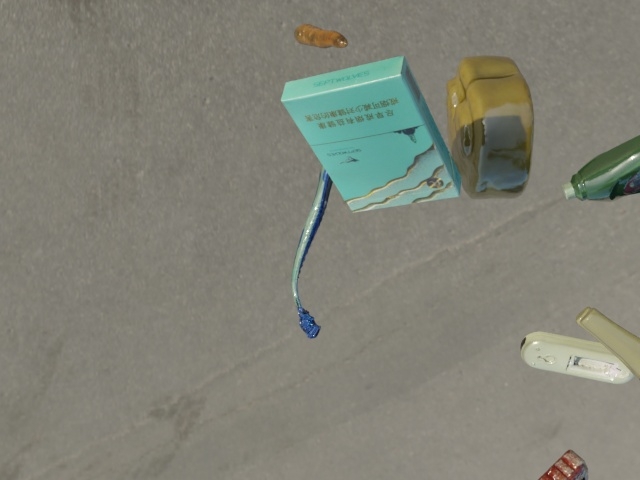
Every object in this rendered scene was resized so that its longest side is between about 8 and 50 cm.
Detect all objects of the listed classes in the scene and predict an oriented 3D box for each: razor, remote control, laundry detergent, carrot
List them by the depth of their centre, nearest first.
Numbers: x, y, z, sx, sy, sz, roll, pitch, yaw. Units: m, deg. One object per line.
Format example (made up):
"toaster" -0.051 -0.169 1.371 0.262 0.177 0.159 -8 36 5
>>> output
"laundry detergent" 0.440 -0.098 1.164 0.210 0.063 0.137 -22 156 8
"carrot" 0.000 -0.333 1.379 0.035 0.165 0.036 -10 113 -25
"razor" -0.012 -0.001 1.419 0.056 0.093 0.324 8 97 -13
"remote control" 0.494 0.227 1.602 0.221 0.042 0.078 10 127 6

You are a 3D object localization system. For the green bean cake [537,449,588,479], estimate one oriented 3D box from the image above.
"green bean cake" 0.525 0.533 1.827 0.135 0.056 0.136 -44 142 -11

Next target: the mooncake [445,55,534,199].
"mooncake" 0.265 -0.170 1.335 0.117 0.235 0.235 -4 133 0

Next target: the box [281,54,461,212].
"box" 0.071 -0.128 1.081 0.162 0.041 0.229 -8 141 26

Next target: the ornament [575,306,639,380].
"ornament" 0.473 0.094 0.998 0.245 0.061 0.230 41 91 5
